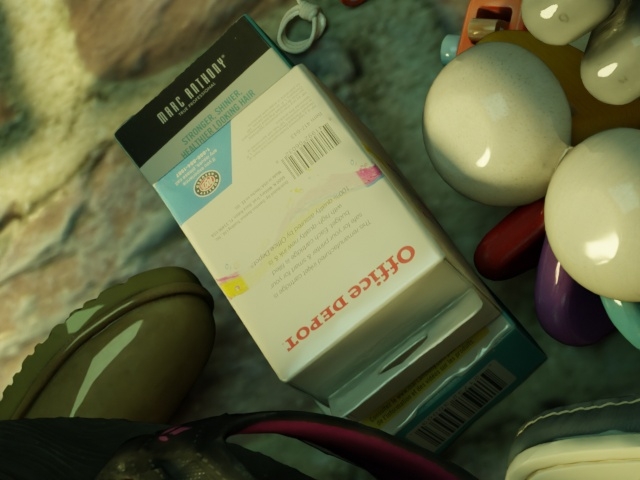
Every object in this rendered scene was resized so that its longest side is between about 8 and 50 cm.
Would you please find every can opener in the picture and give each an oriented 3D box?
[{"bbox_3d":[0.138,-0.157,0.805,0.095,0.076,0.283,-33,21,40],"label":"can opener"}]

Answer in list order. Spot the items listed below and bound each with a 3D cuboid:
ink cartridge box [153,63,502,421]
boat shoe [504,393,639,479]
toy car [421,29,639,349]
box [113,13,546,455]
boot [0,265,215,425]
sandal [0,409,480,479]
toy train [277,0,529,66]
[{"bbox_3d":[0.009,0.010,0.782,0.092,0.090,0.143,-38,62,8],"label":"ink cartridge box"},{"bbox_3d":[0.200,0.082,0.706,0.255,0.095,0.079,-4,50,1],"label":"boat shoe"},{"bbox_3d":[0.131,-0.016,0.791,0.182,0.159,0.136,39,125,30],"label":"toy car"},{"bbox_3d":[0.000,0.000,0.878,0.100,0.060,0.244,-42,60,5],"label":"box"},{"bbox_3d":[-0.077,0.181,0.840,0.236,0.089,0.269,-46,61,10],"label":"boot"},{"bbox_3d":[0.040,0.147,0.707,0.446,0.167,0.107,20,116,10],"label":"sandal"},{"bbox_3d":[0.050,-0.141,0.915,0.166,0.046,0.125,12,77,28],"label":"toy train"}]
